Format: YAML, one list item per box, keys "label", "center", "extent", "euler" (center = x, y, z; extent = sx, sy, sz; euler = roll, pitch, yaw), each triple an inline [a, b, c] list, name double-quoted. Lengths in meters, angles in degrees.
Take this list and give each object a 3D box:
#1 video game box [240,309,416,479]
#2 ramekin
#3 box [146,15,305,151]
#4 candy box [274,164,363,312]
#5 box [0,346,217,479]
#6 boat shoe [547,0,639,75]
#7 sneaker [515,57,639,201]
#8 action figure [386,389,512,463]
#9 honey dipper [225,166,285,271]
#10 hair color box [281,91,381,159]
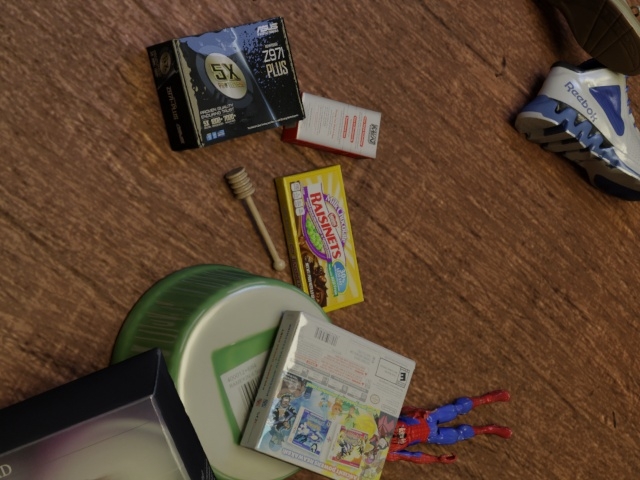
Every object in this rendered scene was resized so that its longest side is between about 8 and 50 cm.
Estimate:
- label: "video game box"
  center: [0.014, 0.212, 1.754]
  extent: [0.205, 0.048, 0.187]
  euler: [27, 73, -31]
- label: "ramekin"
  center: [-0.112, 0.183, 1.787]
  extent: [0.303, 0.148, 0.303]
  euler: [0, 90, -35]
- label: "box"
  center: [-0.125, -0.213, 1.823]
  extent: [0.180, 0.077, 0.147]
  euler: [-18, 99, -33]
- label: "candy box"
  center: [0.000, 0.000, 1.939]
  extent: [0.105, 0.027, 0.206]
  euler: [-16, 99, -37]
- label: "box"
  center: [-0.272, 0.330, 1.587]
  extent: [0.296, 0.183, 0.294]
  euler: [-22, 103, 1]
- label: "boat shoe"
  center: [0.434, -0.386, 2.145]
  extent: [0.285, 0.104, 0.089]
  euler: [50, 50, 7]
- label: "sneaker"
  center: [0.474, -0.200, 2.206]
  extent: [0.315, 0.127, 0.182]
  euler: [31, 75, -29]
- label: "action figure"
  center: [0.191, 0.281, 2.009]
  extent: [0.280, 0.139, 0.092]
  euler: [-5, 92, -32]
- label: "honey dipper"
  center: [-0.086, -0.027, 1.881]
  extent: [0.030, 0.030, 0.161]
  euler: [-37, 114, -29]
- label: "hair color box"
  center: [0.017, -0.164, 1.941]
  extent: [0.141, 0.043, 0.072]
  euler: [12, 83, -33]
